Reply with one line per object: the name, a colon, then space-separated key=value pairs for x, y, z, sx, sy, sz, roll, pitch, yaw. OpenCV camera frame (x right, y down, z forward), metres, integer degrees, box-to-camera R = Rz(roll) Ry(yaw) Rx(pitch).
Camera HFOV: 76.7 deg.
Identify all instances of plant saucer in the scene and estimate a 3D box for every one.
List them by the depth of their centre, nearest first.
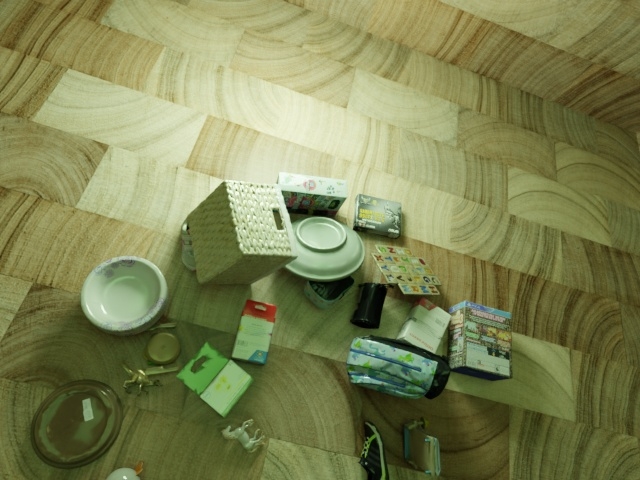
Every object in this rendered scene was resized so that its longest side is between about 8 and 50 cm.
plant saucer: x=-0.818 y=0.611 z=1.358 sx=0.278 sy=0.041 sz=0.277 roll=6 pitch=65 yaw=-12
plant saucer: x=0.000 y=0.000 z=1.730 sx=0.401 sy=0.100 sz=0.400 roll=5 pitch=41 yaw=-4

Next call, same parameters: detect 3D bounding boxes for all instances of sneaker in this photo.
sneaker: x=0.188 y=0.809 z=1.519 sx=0.097 sy=0.084 sz=0.234 roll=-6 pitch=69 yaw=-16
sneaker: x=-0.528 y=0.003 z=1.664 sx=0.103 sy=0.111 sz=0.252 roll=-9 pitch=70 yaw=-19

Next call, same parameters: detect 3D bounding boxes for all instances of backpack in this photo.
backpack: x=0.279 y=0.493 z=1.583 sx=0.356 sy=0.290 sz=0.273 roll=29 pitch=82 yaw=7
backpack: x=0.023 y=0.192 z=1.709 sx=0.166 sy=0.144 sz=0.188 roll=45 pitch=46 yaw=6

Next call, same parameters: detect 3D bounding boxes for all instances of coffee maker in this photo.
coffee maker: x=0.213 y=0.274 z=1.713 sx=0.120 sy=0.171 sz=0.178 roll=22 pitch=64 yaw=-12

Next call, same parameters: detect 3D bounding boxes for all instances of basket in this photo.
basket: x=-0.314 y=-0.022 z=1.572 sx=0.267 sy=0.331 sz=0.328 roll=3 pitch=64 yaw=-46

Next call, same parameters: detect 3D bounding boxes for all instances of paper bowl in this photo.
paper bowl: x=-0.716 y=0.210 z=1.501 sx=0.285 sy=0.148 sz=0.284 roll=5 pitch=66 yaw=-13

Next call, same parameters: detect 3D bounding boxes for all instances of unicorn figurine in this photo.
unicorn figurine: x=-0.278 y=0.698 z=1.454 sx=0.111 sy=0.060 sz=0.162 roll=-38 pitch=80 yaw=-26

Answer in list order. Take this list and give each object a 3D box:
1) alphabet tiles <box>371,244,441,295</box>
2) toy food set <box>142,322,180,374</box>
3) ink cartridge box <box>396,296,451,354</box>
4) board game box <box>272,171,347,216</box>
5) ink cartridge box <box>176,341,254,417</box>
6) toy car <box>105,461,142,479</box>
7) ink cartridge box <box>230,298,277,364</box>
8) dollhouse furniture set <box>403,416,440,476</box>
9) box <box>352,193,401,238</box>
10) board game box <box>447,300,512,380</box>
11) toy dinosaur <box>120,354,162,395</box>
alphabet tiles: x=0.390 y=0.132 z=1.817 sx=0.343 sy=0.011 sz=0.285 roll=7 pitch=42 yaw=-35
toy food set: x=-0.594 y=0.405 z=1.516 sx=0.133 sy=0.038 sz=0.191 roll=0 pitch=59 yaw=-22
ink cartridge box: x=0.451 y=0.387 z=1.773 sx=0.159 sy=0.092 sz=0.217 roll=34 pitch=61 yaw=1
board game box: x=-0.055 y=-0.200 z=1.821 sx=0.304 sy=0.224 sz=0.097 roll=5 pitch=68 yaw=-13
ink cartridge box: x=-0.392 y=0.514 z=1.510 sx=0.235 sy=0.056 sz=0.171 roll=40 pitch=63 yaw=2
toy car: x=-0.657 y=0.803 z=1.266 sx=0.219 sy=0.210 sz=0.238 roll=53 pitch=35 yaw=-3
ink cartridge box: x=-0.261 y=0.362 z=1.597 sx=0.134 sy=0.078 sz=0.230 roll=15 pitch=64 yaw=-9
dollhouse furniture set: x=0.456 y=0.826 z=1.471 sx=0.198 sy=0.286 sz=0.303 roll=3 pitch=78 yaw=-14
box: x=0.278 y=-0.117 z=1.968 sx=0.231 sy=0.056 sz=0.182 roll=12 pitch=65 yaw=-10
board game box: x=0.700 y=0.445 z=1.787 sx=0.232 sy=0.141 sz=0.290 roll=16 pitch=64 yaw=-8
toy dinosaur: x=-0.665 y=0.498 z=1.453 sx=0.183 sy=0.053 sz=0.092 roll=34 pitch=47 yaw=-7
